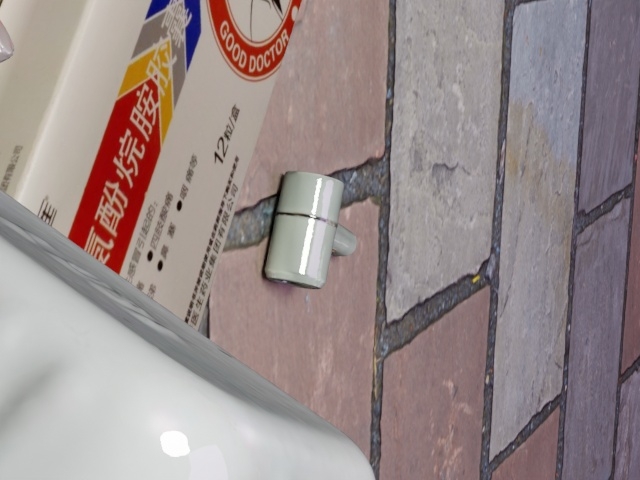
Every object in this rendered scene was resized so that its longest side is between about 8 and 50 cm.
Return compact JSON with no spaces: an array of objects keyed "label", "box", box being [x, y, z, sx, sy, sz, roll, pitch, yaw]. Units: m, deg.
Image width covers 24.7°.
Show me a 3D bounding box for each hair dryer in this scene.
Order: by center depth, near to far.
[{"label":"hair dryer","box":[0.000,0.000,1.124,0.137,0.047,0.082,31,69,-72]}]

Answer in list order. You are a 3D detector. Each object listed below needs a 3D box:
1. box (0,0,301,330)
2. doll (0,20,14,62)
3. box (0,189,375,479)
[{"label":"box","box":[-0.111,-0.063,0.828,0.214,0.069,0.353,51,49,-58]},{"label":"doll","box":[-0.174,-0.099,0.647,0.073,0.084,0.127,-51,148,-52]},{"label":"box","box":[-0.114,0.049,0.506,0.106,0.336,0.264,-58,154,-1]}]
